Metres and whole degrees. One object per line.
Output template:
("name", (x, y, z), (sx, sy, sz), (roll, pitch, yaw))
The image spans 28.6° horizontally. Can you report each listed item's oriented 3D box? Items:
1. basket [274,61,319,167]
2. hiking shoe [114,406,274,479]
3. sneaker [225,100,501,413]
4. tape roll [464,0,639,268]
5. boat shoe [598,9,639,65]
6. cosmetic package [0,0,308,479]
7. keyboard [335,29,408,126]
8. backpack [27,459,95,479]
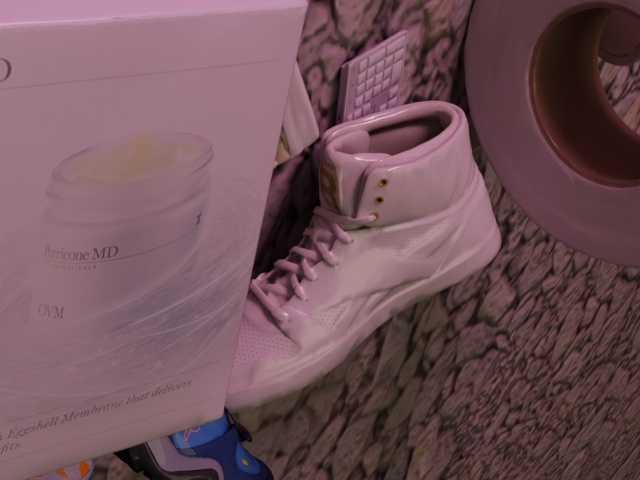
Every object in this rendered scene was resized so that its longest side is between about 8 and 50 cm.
("basket", (-0.086, -0.105, 0.731), (0.103, 0.113, 0.167), (-41, 147, -14))
("hiking shoe", (-0.103, 0.094, 0.867), (0.132, 0.113, 0.304), (-52, 135, -12))
("sneaker", (0.000, 0.000, 0.972), (0.292, 0.108, 0.169), (-33, 133, -15))
("tape roll", (0.252, -0.124, 0.996), (0.100, 0.286, 0.286), (-25, 140, -39))
("boat shoe", (0.312, -0.303, 1.063), (0.096, 0.116, 0.324), (-17, 129, -40))
("cosmetic package", (-0.148, -0.018, 0.539), (0.224, 0.138, 0.225), (-13, 127, -38))
("keyboard", (0.034, -0.054, 1.041), (0.072, 0.014, 0.256), (-30, 143, -33))
("backpack", (-0.228, 0.163, 0.793), (0.115, 0.152, 0.182), (-49, 163, 13))
